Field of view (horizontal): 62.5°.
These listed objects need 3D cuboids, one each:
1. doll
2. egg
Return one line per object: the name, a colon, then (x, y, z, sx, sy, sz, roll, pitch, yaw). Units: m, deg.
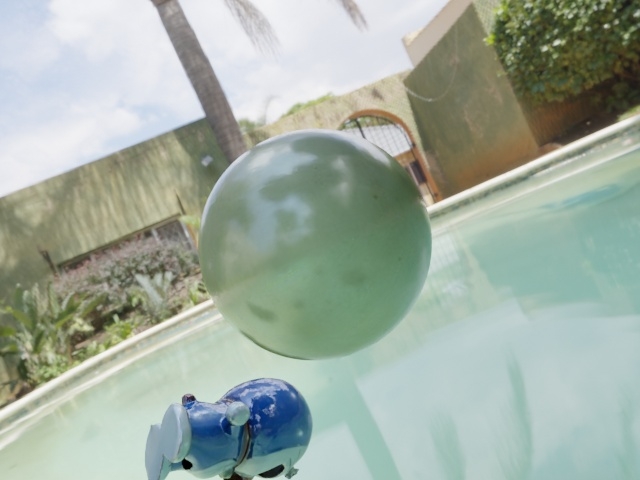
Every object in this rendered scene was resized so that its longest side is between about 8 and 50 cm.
doll: (-0.124, 0.292, 0.785, 0.257, 0.161, 0.215, 2, -32, -43)
egg: (0.000, 0.000, 0.457, 0.189, 0.188, 0.254, -24, 5, 13)
